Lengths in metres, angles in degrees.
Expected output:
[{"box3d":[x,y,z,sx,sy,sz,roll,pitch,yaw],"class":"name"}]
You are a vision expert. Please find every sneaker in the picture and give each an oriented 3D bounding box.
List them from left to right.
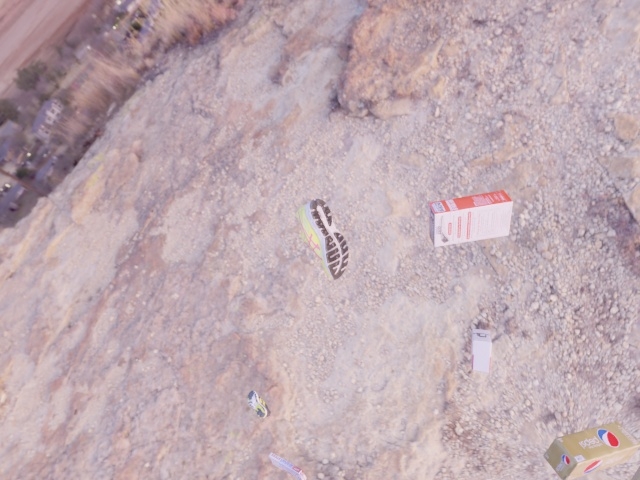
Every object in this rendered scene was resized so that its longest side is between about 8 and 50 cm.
[{"box3d":[-0.154,0.412,1.068,0.031,0.035,0.083,-45,48,0],"class":"sneaker"},{"box3d":[0.000,0.000,1.066,0.094,0.081,0.208,-10,102,47],"class":"sneaker"}]

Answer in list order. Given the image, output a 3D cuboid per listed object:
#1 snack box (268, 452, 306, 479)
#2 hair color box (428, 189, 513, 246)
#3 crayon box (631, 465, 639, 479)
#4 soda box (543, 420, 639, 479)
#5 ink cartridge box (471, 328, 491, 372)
[{"box3d":[-0.140,0.949,1.790,0.178,0.064,0.022,6,35,39],"class":"snack box"},{"box3d":[0.329,-0.048,0.947,0.167,0.093,0.053,-10,37,2],"class":"hair color box"},{"box3d":[0.941,0.671,1.082,0.203,0.323,0.083,33,88,34],"class":"crayon box"},{"box3d":[0.544,0.421,0.856,0.058,0.181,0.061,-121,35,-53],"class":"soda box"},{"box3d":[0.573,0.390,1.527,0.063,0.150,0.109,2,95,18],"class":"ink cartridge box"}]
